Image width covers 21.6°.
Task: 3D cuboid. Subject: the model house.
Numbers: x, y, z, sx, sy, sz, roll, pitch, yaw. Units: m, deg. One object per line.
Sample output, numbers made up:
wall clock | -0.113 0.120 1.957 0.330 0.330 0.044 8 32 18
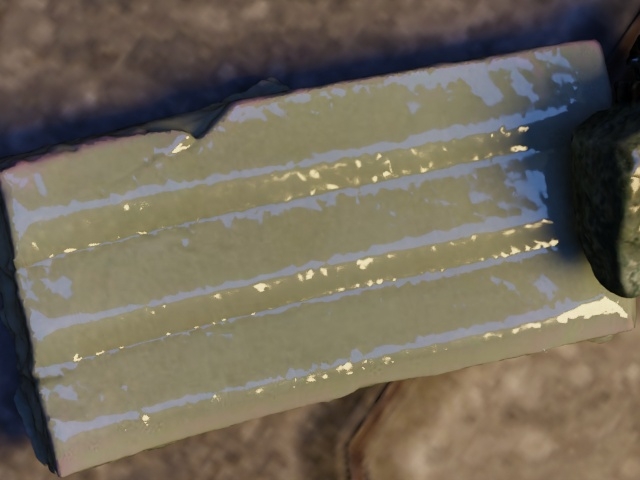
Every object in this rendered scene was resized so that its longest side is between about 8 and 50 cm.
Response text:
model house | 0.122 -0.031 0.596 0.083 0.066 0.078 -27 114 -21

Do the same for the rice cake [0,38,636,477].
rice cake | 0.000 0.000 0.612 0.237 0.043 0.127 -11 91 -11
